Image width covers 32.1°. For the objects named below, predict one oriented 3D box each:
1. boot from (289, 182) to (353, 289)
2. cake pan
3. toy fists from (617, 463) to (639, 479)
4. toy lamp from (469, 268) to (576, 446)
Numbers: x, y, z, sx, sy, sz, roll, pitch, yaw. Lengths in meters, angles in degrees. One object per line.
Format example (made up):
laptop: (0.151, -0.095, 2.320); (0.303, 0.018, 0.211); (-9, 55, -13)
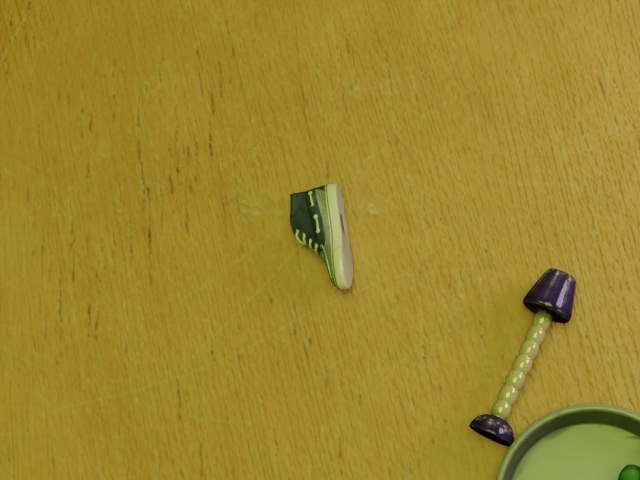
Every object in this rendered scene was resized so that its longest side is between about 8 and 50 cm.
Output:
boot: (0.000, 0.000, 1.814); (0.086, 0.069, 0.189); (-13, 61, 14)
cake pan: (0.398, 0.384, 1.601); (0.293, 0.054, 0.293); (-4, 70, 10)
toy fists: (0.517, 0.371, 1.469); (0.279, 0.096, 0.142); (10, 69, 40)
toy lamp: (0.312, 0.172, 1.680); (0.080, 0.080, 0.274); (22, 76, 17)
